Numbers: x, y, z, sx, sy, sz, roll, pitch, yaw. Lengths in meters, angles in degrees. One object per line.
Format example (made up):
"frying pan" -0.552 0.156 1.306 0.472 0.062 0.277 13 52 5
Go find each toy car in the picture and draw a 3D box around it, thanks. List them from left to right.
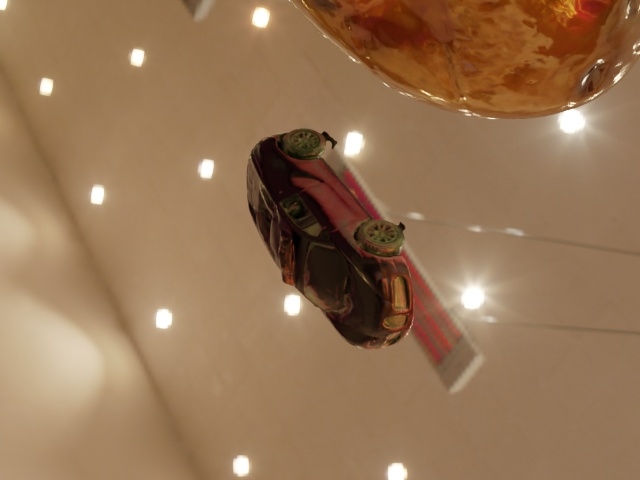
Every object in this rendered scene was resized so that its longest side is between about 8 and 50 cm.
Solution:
"toy car" 0.000 0.000 0.661 0.142 0.055 0.069 51 -32 39

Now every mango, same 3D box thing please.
"mango" 0.067 -0.224 0.833 0.182 0.365 0.253 -64 -168 -28
